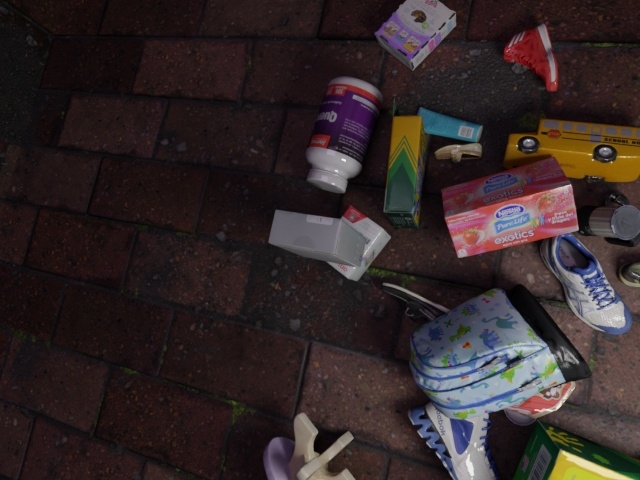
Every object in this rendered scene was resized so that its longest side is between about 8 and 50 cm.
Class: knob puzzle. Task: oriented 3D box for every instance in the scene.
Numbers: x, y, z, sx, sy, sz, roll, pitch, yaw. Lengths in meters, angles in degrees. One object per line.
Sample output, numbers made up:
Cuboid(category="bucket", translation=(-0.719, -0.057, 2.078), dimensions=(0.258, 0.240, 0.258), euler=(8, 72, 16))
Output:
Cuboid(category="knob puzzle", translation=(0.547, 0.356, 1.170), dimensions=(0.213, 0.030, 0.213), euler=(-7, 66, 16))

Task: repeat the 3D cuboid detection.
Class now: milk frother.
Cuboid(category="milk frother", translation=(0.749, -0.066, 1.147), dimensions=(0.129, 0.135, 0.143), euler=(24, 91, -10))

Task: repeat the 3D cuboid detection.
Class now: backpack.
Cuboid(category="backpack", translation=(0.397, 0.278, 1.120), dimensions=(0.355, 0.290, 0.273), euler=(-41, 114, 19))

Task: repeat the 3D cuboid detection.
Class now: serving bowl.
Cuboid(category="serving bowl", translation=(0.519, 0.435, 1.181), dimensions=(0.083, 0.027, 0.083), euler=(-6, 68, 16))

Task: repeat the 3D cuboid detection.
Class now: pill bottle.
Cuboid(category="pill bottle", translation=(0.064, -0.317, 1.391), dimensions=(0.181, 0.181, 0.323), euler=(16, 85, 20))

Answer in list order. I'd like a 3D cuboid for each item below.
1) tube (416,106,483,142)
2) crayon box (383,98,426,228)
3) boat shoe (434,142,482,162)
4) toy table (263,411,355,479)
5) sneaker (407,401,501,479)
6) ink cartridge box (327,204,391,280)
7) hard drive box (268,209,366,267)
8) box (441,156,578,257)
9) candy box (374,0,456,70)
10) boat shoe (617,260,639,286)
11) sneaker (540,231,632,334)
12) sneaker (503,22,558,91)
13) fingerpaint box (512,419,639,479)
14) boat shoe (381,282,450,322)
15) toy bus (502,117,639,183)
Cuboid(category="tube", translation=(0.378, -0.344, 1.369), dimensions=(0.207, 0.052, 0.080), euler=(23, 83, 26))
Cuboid(category="crayon box", translation=(0.249, -0.212, 1.300), dimensions=(0.083, 0.203, 0.323), euler=(3, 81, 18))
Cuboid(category="boat shoe", translation=(0.406, -0.254, 1.339), dimensions=(0.135, 0.050, 0.045), euler=(-6, 73, 17))
Cuboid(category="toy table", translation=(-0.016, 0.618, 1.227), dimensions=(0.274, 0.252, 0.161), euler=(42, 111, 12))
Cuboid(category="sneaker", translation=(0.390, 0.513, 1.159), dimensions=(0.182, 0.127, 0.315), euler=(-44, 69, 8))
Cuboid(category="ink cartridge box", translation=(0.099, 0.013, 1.346), dimensions=(0.128, 0.127, 0.176), euler=(39, 93, 21))
Cuboid(category="hard drive box", translation=(0.000, 0.000, 1.189), dimensions=(0.181, 0.232, 0.089), euler=(10, 83, 21))
Cuboid(category="box", translation=(0.484, -0.085, 1.189), dimensions=(0.300, 0.142, 0.154), euler=(-15, 33, 21))
Cuboid(category="candy box", translation=(0.301, -0.670, 1.441), dimensions=(0.196, 0.070, 0.165), euler=(-45, 70, 6))
Cuboid(category="boat shoe", translation=(0.865, 0.083, 1.114), dimensions=(0.223, 0.073, 0.080), euler=(0, 80, 18))
Cuboid(category="sneaker", translation=(0.666, 0.108, 1.145), dimensions=(0.112, 0.131, 0.296), euler=(-36, 73, 7))
Cuboid(category="sneaker", translation=(0.606, -0.511, 1.317), dimensions=(0.128, 0.087, 0.221), euler=(-11, 64, 24))
Cuboid(category="fingerpaint box", translation=(0.589, 0.683, 0.981), dimensions=(0.371, 0.163, 0.445), euler=(20, 95, 8))
Cuboid(category="boat shoe", translation=(0.269, 0.189, 1.282), dimensions=(0.233, 0.084, 0.079), euler=(28, 89, 18))
Cuboid(category="toy bus", translation=(0.671, -0.241, 1.207), dimensions=(0.332, 0.108, 0.130), euler=(12, 65, 20))
